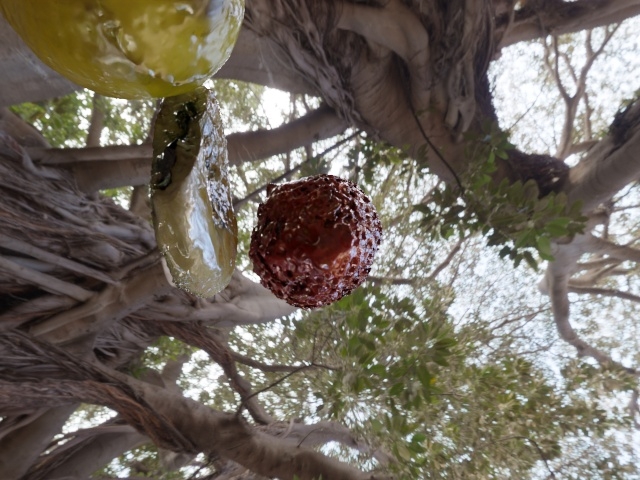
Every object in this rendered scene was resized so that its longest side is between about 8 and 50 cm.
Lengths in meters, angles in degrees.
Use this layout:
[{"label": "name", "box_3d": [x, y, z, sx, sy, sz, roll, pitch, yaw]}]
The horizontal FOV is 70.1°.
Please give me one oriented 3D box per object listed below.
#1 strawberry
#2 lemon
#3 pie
[{"label": "strawberry", "box_3d": [0.000, 0.000, 0.589, 0.187, 0.201, 0.184, -22, -81, -12]}, {"label": "lemon", "box_3d": [-0.156, -0.201, 0.354, 0.193, 0.180, 0.180, 25, -106, -3]}, {"label": "pie", "box_3d": [-0.116, -0.043, 0.444, 0.052, 0.185, 0.218, -6, -130, -5]}]
